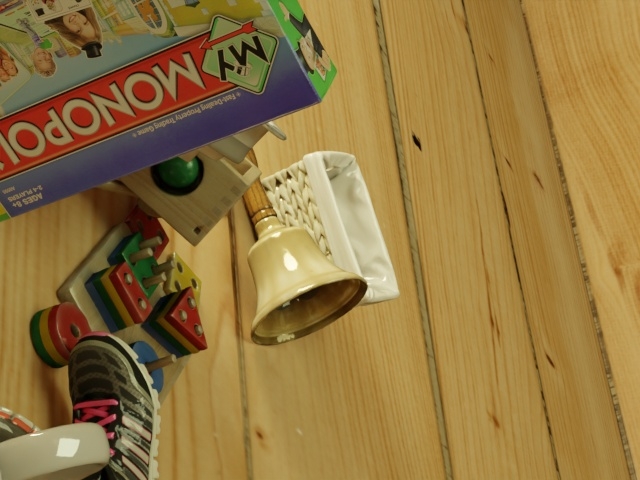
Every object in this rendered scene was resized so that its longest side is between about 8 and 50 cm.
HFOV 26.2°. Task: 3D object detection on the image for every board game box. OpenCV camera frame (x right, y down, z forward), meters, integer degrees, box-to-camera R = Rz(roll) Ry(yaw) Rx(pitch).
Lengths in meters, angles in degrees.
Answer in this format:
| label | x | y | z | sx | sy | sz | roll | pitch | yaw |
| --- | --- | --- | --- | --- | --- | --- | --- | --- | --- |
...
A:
| label | x | y | z | sx | sy | sz | roll | pitch | yaw |
| --- | --- | --- | --- | --- | --- | --- | --- | --- | --- |
| board game box | -0.177 | -0.130 | 0.828 | 0.214 | 0.317 | 0.046 | 60 | 27 | -23 |

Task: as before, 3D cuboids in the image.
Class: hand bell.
| label | x | y | z | sx | sy | sz | roll | pitch | yaw |
| --- | --- | --- | --- | --- | --- | --- | --- | --- | --- |
| hand bell | -0.061 | -0.030 | 1.378 | 0.242 | 0.126 | 0.126 | 63 | 17 | 20 |

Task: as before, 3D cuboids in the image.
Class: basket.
| label | x | y | z | sx | sy | sz | roll | pitch | yaw |
| --- | --- | --- | --- | --- | --- | --- | --- | --- | --- |
| basket | 0.000 | 0.000 | 1.458 | 0.113 | 0.103 | 0.167 | -3 | 73 | -68 |

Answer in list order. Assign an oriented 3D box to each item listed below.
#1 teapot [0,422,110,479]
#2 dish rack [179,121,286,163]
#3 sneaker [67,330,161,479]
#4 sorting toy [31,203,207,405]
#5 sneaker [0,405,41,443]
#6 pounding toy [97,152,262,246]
| label | x | y | z | sx | sy | sz | roll | pitch | yaw |
| --- | --- | --- | --- | --- | --- | --- | --- | --- | --- |
| teapot | -0.234 | 0.123 | 0.642 | 0.253 | 0.187 | 0.256 | 58 | 23 | -30 |
| dish rack | -0.193 | -0.183 | 1.025 | 0.333 | 0.072 | 0.285 | 44 | 5 | 31 |
| sneaker | -0.154 | 0.150 | 0.974 | 0.075 | 0.063 | 0.171 | -8 | 91 | -70 |
| sorting toy | -0.140 | 0.059 | 1.133 | 0.132 | 0.046 | 0.274 | 63 | 21 | -16 |
| sneaker | -0.199 | 0.162 | 0.877 | 0.158 | 0.061 | 0.065 | 53 | 33 | -36 |
| pounding toy | -0.136 | -0.058 | 1.166 | 0.130 | 0.100 | 0.141 | 42 | 9 | -4 |
